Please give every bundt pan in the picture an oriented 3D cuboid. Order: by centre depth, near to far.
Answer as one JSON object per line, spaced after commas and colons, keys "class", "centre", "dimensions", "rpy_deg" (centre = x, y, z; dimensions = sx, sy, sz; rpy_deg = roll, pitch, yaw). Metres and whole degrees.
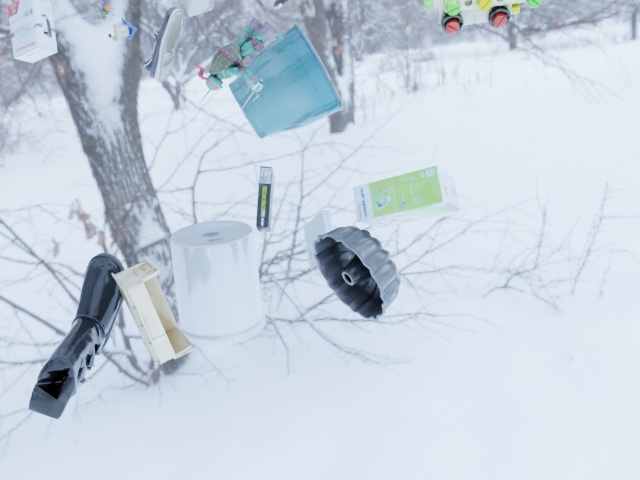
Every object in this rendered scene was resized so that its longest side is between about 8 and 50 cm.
{"class": "bundt pan", "centre": [0.129, 0.088, 1.984], "dimensions": [0.124, 0.330, 0.331], "rpy_deg": [-36, 29, -24]}

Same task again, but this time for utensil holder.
{"class": "utensil holder", "centre": [-0.386, 0.149, 2.316], "dimensions": [0.328, 0.385, 0.327], "rpy_deg": [-3, 19, 1]}

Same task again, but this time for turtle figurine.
{"class": "turtle figurine", "centre": [-0.198, -0.416, 1.463], "dimensions": [0.175, 0.234, 0.118], "rpy_deg": [41, 3, 33]}

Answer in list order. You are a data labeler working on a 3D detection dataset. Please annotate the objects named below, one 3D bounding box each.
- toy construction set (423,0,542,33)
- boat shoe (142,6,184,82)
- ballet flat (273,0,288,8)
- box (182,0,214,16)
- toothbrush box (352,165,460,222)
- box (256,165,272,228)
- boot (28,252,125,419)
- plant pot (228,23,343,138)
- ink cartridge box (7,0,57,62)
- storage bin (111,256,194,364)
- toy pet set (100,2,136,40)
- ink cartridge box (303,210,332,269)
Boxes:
{"class": "toy construction set", "centre": [0.337, -0.566, 1.314], "dimensions": [0.328, 0.215, 0.151], "rpy_deg": [7, 55, 16]}
{"class": "boat shoe", "centre": [-0.373, -0.463, 1.441], "dimensions": [0.065, 0.206, 0.075], "rpy_deg": [37, 48, 3]}
{"class": "ballet flat", "centre": [-0.091, -0.855, 2.128], "dimensions": [0.173, 0.049, 0.057], "rpy_deg": [-42, 43, -1]}
{"class": "box", "centre": [-0.408, -0.847, 2.052], "dimensions": [0.094, 0.113, 0.275], "rpy_deg": [-23, 9, -13]}
{"class": "toothbrush box", "centre": [0.277, -0.133, 1.981], "dimensions": [0.283, 0.122, 0.206], "rpy_deg": [-11, -10, 25]}
{"class": "box", "centre": [-0.172, -0.126, 1.939], "dimensions": [0.045, 0.190, 0.184], "rpy_deg": [4, -2, -4]}
{"class": "boot", "centre": [-0.743, 0.276, 1.908], "dimensions": [0.146, 0.366, 0.445], "rpy_deg": [12, 17, -3]}
{"class": "plant pot", "centre": [-0.112, -0.432, 1.768], "dimensions": [0.255, 0.271, 0.271], "rpy_deg": [-30, 19, 2]}
{"class": "ink cartridge box", "centre": [-0.709, -0.519, 1.522], "dimensions": [0.099, 0.135, 0.056], "rpy_deg": [-10, -4, 27]}
{"class": "storage bin", "centre": [-0.504, 0.207, 1.856], "dimensions": [0.123, 0.262, 0.260], "rpy_deg": [-25, 17, -21]}
{"class": "toy pet set", "centre": [-0.673, -0.730, 2.073], "dimensions": [0.065, 0.122, 0.114], "rpy_deg": [-27, 49, -27]}
{"class": "ink cartridge box", "centre": [0.000, 0.000, 2.273], "dimensions": [0.045, 0.179, 0.145], "rpy_deg": [4, -28, -32]}
